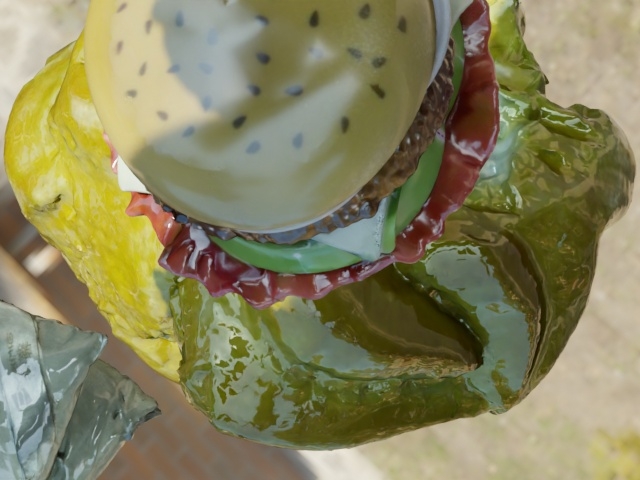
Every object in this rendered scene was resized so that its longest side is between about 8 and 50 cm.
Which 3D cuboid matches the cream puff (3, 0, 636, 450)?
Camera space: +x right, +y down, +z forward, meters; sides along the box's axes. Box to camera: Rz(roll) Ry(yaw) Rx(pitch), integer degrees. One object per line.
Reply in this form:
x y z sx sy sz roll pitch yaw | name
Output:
-0.008 0.002 1.107 0.274 0.323 0.270 126 139 -57 | cream puff

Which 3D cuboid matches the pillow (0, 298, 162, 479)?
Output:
-0.162 0.067 0.710 0.181 0.134 0.078 23 175 30 | pillow

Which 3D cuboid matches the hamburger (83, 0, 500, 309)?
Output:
-0.016 -0.068 0.780 0.175 0.175 0.137 34 173 21 | hamburger
